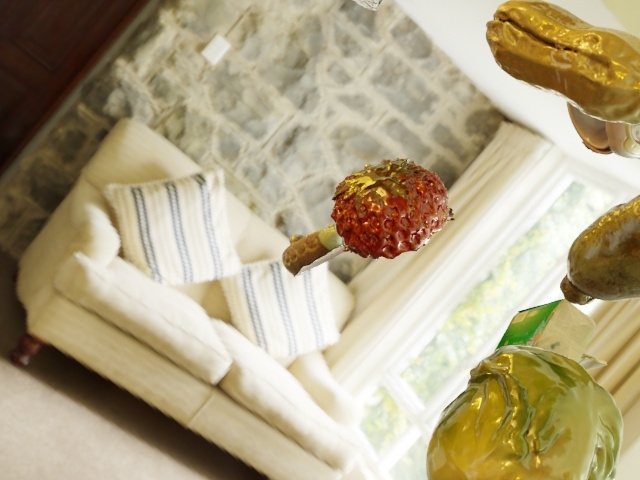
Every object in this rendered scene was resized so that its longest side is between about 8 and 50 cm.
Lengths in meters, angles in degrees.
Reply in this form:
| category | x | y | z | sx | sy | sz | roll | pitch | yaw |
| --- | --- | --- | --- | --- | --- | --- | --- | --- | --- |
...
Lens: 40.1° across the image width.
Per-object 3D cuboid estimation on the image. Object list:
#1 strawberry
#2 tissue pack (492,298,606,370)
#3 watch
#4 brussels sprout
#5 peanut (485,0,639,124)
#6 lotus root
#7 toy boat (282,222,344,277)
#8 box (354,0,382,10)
| category | x | y | z | sx | sy | sz | roll | pitch | yaw |
| --- | --- | --- | --- | --- | --- | --- | --- | --- | --- |
| strawberry | 0.081 | -0.043 | 1.022 | 0.145 | 0.145 | 0.086 | -131 | -162 | -64 |
| tissue pack | 0.490 | 0.236 | 1.866 | 0.156 | 0.148 | 0.209 | 38 | -19 | -5 |
| watch | 0.605 | -0.294 | 1.820 | 0.217 | 0.211 | 0.248 | 42 | -25 | 57 |
| brussels sprout | 0.269 | 0.282 | 1.181 | 0.227 | 0.259 | 0.294 | 29 | 22 | -4 |
| peanut | 0.364 | -0.259 | 1.258 | 0.290 | 0.130 | 0.130 | 32 | -1 | 30 |
| lotus root | 0.535 | 0.014 | 1.468 | 0.175 | 0.349 | 0.175 | 21 | 55 | -34 |
| toy boat | 0.000 | 0.000 | 1.828 | 0.227 | 0.155 | 0.085 | -34 | -98 | 52 |
| box | -0.059 | -0.423 | 1.119 | 0.350 | 0.058 | 0.211 | 33 | 2 | -1 |
